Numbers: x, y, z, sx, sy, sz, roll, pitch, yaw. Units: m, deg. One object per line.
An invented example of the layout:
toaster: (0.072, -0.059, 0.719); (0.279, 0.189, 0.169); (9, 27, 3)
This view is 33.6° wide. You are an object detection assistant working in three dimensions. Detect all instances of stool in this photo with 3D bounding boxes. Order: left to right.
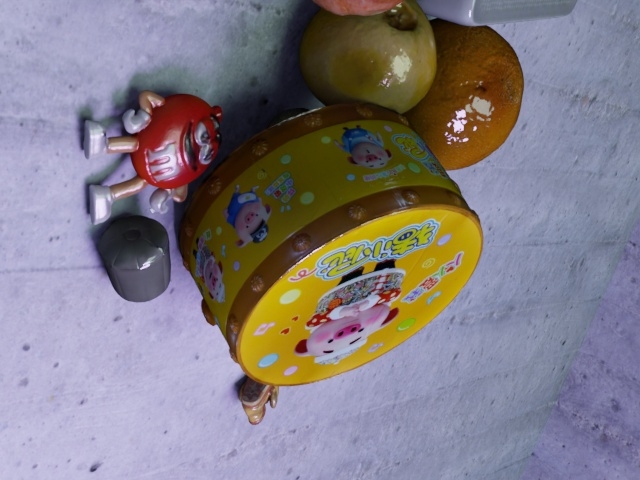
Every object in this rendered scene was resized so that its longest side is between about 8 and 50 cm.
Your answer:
stool: (-0.251, 0.027, 1.456); (0.096, 0.096, 0.110); (-42, 150, -29)

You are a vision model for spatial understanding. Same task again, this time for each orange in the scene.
orange: (0.210, -0.242, 1.774); (0.264, 0.264, 0.264); (-36, 142, -35)

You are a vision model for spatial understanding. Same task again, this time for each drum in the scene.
drum: (0.019, 0.012, 1.576); (0.431, 0.214, 0.431); (-22, 148, -14)

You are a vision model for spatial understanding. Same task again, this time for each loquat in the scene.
loquat: (0.072, -0.274, 1.588); (0.213, 0.213, 0.213); (-36, 142, -35)

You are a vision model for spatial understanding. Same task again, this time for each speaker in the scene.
speaker: (0.283, -0.462, 1.757); (0.406, 0.184, 0.183); (-19, 131, -49)

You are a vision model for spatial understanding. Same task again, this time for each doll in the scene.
doll: (-0.211, -0.116, 1.409); (0.217, 0.085, 0.183); (-25, 134, -33)

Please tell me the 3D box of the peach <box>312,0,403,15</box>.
peach: (0.045, -0.428, 1.424); (0.214, 0.214, 0.236); (-36, 130, -36)

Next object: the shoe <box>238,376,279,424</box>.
shoe: (-0.112, 0.277, 1.896); (0.109, 0.072, 0.069); (-88, 174, -62)

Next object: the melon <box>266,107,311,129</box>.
melon: (-0.031, -0.154, 1.629); (0.130, 0.098, 0.098); (-2, 116, -55)
